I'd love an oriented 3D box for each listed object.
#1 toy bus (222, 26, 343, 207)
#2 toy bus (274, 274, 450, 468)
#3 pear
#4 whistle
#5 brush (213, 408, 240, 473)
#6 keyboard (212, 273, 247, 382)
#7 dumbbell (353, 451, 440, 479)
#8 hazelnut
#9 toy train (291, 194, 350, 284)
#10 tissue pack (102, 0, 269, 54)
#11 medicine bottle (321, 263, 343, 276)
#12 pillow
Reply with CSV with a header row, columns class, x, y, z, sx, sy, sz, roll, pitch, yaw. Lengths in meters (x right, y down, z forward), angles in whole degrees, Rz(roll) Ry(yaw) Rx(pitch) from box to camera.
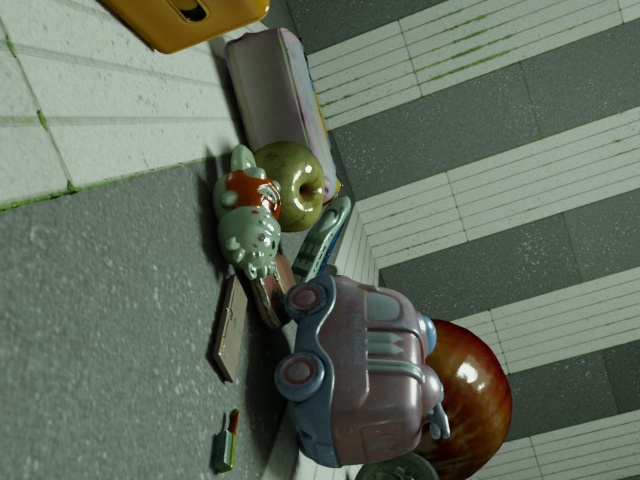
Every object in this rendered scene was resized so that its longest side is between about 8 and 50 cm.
class,x,y,z,sx,sy,sz,roll,pitch,yaw
toy bus,-0.084,-0.242,1.164,0.162,0.171,0.386,-9,83,-74
toy bus,0.067,0.193,0.849,0.294,0.232,0.197,-85,167,-49
pear,-0.069,-0.097,1.011,0.167,0.136,0.167,-19,112,-59
whistle,-0.110,-0.048,0.843,0.102,0.106,0.253,86,-4,-52
brush,-0.104,0.219,0.623,0.021,0.019,0.083,56,18,-27
keyboard,-0.121,0.111,0.738,0.166,0.017,0.055,-92,165,-58
dumbbell,0.188,0.567,1.123,0.179,0.179,0.406,-97,165,-47
hazelnut,0.300,0.415,1.435,0.402,0.402,0.429,-75,152,-72
toy train,0.000,0.000,1.124,0.234,0.052,0.051,-65,150,-17
tissue pack,-0.195,-0.372,0.678,0.274,0.194,0.145,26,47,-75
medicine bottle,0.047,0.177,1.292,0.095,0.095,0.260,-91,160,-58
pillow,-0.075,0.082,0.953,0.232,0.043,0.126,-2,75,-81
